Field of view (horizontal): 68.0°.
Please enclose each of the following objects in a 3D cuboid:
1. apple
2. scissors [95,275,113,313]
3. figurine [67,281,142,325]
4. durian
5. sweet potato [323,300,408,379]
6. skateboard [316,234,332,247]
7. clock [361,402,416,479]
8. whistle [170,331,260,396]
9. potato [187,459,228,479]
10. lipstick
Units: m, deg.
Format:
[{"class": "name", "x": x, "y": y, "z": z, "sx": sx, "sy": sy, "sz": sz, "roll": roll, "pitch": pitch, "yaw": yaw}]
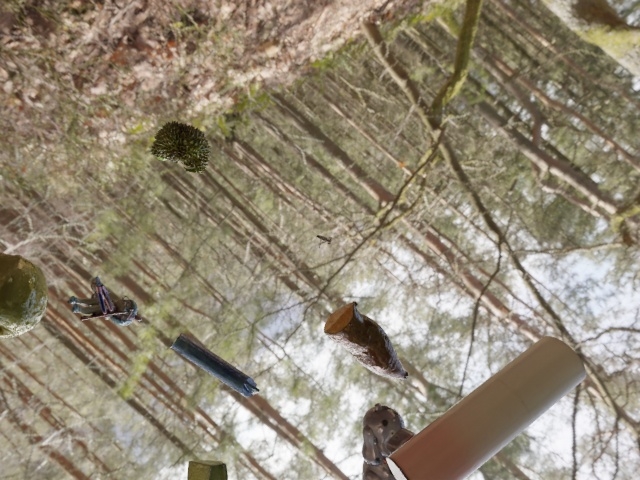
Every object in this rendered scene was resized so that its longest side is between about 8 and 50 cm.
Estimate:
[{"class": "apple", "x": -0.730, "y": 0.127, "z": 1.086, "sx": 0.200, "sy": 0.200, "sz": 0.200, "roll": -47, "pitch": 176, "yaw": -5}, {"class": "scissors", "x": -0.645, "y": 0.160, "z": 1.405, "sx": 0.012, "sy": 0.113, "sz": 0.039, "roll": -12, "pitch": -173, "yaw": 18}, {"class": "figurine", "x": -0.785, "y": 0.236, "z": 1.707, "sx": 0.102, "sy": 0.205, "sz": 0.260, "roll": -57, "pitch": 147, "yaw": 8}, {"class": "durian", "x": -0.530, "y": -0.362, "z": 1.827, "sx": 0.200, "sy": 0.237, "sz": 0.176, "roll": -34, "pitch": 152, "yaw": -53}, {"class": "sweet potato", "x": 0.154, "y": 0.315, "z": 1.427, "sx": 0.131, "sy": 0.337, "sz": 0.131, "roll": -35, "pitch": -151, "yaw": 23}, {"class": "skateboard", "x": 0.000, "y": 0.000, "z": 1.734, "sx": 0.083, "sy": 0.064, "sz": 0.032, "roll": -28, "pitch": 134, "yaw": -64}, {"class": "clock", "x": 0.184, "y": 0.554, "z": 1.263, "sx": 0.189, "sy": 0.253, "sz": 0.189, "roll": -6, "pitch": -167, "yaw": 2}, {"class": "whistle", "x": -0.324, "y": 0.394, "z": 1.478, "sx": 0.062, "sy": 0.304, "sz": 0.062, "roll": -53, "pitch": -173, "yaw": 10}, {"class": "potato", "x": -0.360, "y": 0.771, "z": 1.491, "sx": 0.120, "sy": 0.081, "sz": 0.149, "roll": -10, "pitch": -113, "yaw": 41}, {"class": "lipstick", "x": 0.256, "y": 0.270, "z": 0.723, "sx": 0.327, "sy": 0.087, "sz": 0.087, "roll": -30, "pitch": 171, "yaw": -15}]
